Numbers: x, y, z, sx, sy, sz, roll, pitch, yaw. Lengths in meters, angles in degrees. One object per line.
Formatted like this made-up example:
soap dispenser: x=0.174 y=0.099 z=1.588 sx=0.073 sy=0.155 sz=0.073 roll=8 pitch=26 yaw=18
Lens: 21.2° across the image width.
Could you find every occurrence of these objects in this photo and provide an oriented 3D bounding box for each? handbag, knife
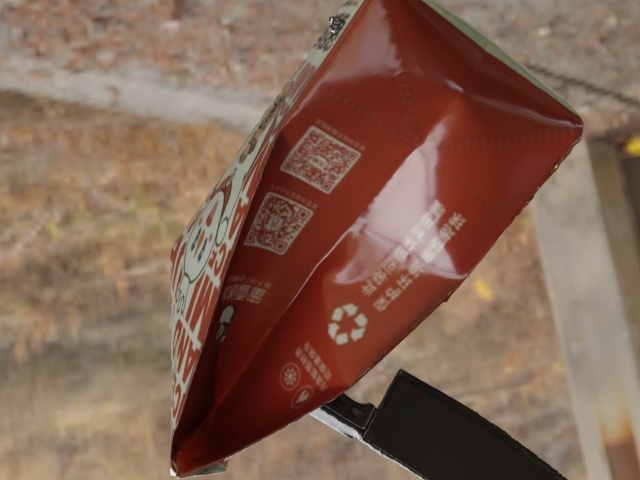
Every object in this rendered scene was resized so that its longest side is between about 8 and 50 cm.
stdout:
handbag: x=0.000 y=0.000 z=0.991 sx=0.298 sy=0.151 sz=0.171 roll=-52 pitch=-173 yaw=4
knife: x=0.063 y=0.126 z=1.167 sx=0.245 sy=0.072 sz=0.019 roll=31 pitch=141 yaw=-2
